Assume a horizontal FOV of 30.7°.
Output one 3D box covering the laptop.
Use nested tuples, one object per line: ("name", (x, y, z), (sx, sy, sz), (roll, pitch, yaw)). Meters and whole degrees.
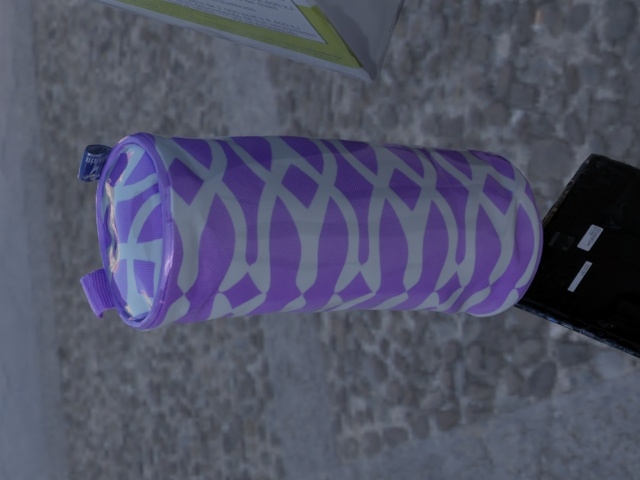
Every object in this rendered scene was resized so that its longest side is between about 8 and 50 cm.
("laptop", (0.341, 0.066, 1.177), (0.264, 0.234, 0.136), (22, 142, 25))

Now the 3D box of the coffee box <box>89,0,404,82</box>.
("coffee box", (-0.102, -0.304, 0.523), (0.334, 0.338, 0.337), (23, -95, -77))

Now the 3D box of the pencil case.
("pencil case", (0.000, 0.000, 0.518), (0.088, 0.206, 0.086), (-64, 38, 38))
